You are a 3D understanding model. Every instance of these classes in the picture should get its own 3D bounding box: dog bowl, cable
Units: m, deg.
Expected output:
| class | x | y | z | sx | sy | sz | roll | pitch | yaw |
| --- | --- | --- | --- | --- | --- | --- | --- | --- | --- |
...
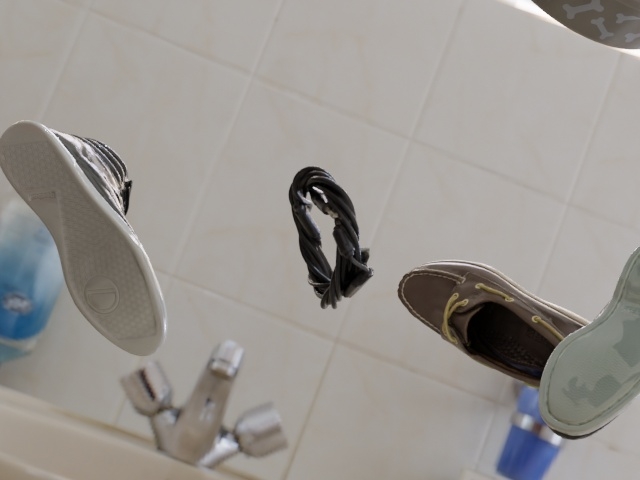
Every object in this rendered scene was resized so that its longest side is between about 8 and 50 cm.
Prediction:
| class | x | y | z | sx | sy | sz | roll | pitch | yaw |
| --- | --- | --- | --- | --- | --- | --- | --- | --- | --- |
| dog bowl | 0.402 | -0.417 | 1.483 | 0.348 | 0.349 | 0.102 | 22 | -43 | -10 |
| cable | 0.000 | 0.000 | 1.164 | 0.151 | 0.047 | 0.184 | 63 | -19 | 10 |

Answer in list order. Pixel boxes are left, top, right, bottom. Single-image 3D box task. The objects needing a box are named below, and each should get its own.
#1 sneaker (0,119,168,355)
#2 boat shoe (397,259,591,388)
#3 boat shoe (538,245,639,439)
| class | x | y | z | sx | sy | sz | roll | pitch | yaw |
| --- | --- | --- | --- | --- | --- | --- | --- | --- | --- |
| sneaker | -0.242 | -0.010 | 1.188 | 0.296 | 0.104 | 0.147 | 57 | 17 | 3 |
| boat shoe | 0.223 | 0.108 | 1.368 | 0.324 | 0.117 | 0.096 | 26 | 19 | 38 |
| boat shoe | 0.351 | 0.128 | 1.187 | 0.114 | 0.302 | 0.091 | 28 | -32 | 34 |
